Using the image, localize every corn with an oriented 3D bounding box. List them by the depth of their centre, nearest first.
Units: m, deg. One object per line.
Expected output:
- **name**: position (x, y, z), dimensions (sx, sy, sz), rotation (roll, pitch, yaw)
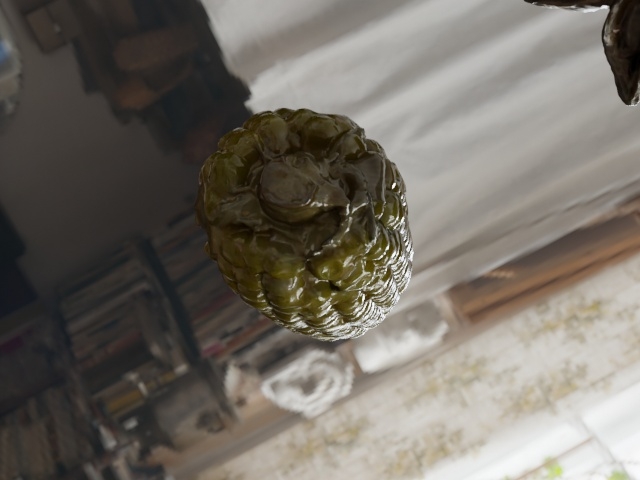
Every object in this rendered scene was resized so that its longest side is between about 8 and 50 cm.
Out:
- **corn**: position (0.000, 0.000, 0.603), dimensions (0.097, 0.097, 0.262), rotation (61, 1, 12)

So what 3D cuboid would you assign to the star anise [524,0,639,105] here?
- **star anise**: position (0.365, -0.304, 1.261), dimensions (0.292, 0.109, 0.349), rotation (27, -56, 19)
